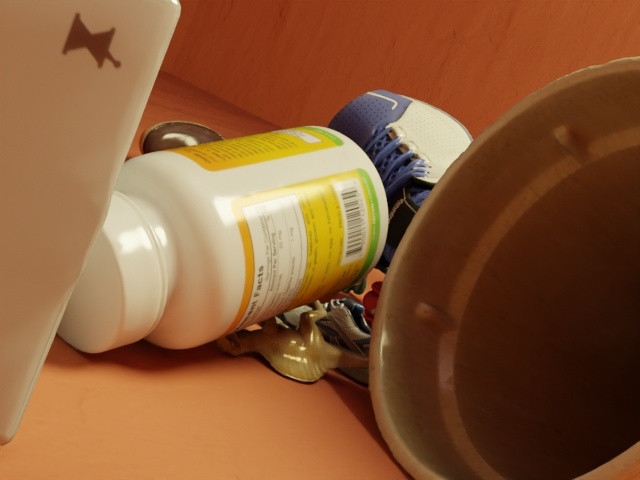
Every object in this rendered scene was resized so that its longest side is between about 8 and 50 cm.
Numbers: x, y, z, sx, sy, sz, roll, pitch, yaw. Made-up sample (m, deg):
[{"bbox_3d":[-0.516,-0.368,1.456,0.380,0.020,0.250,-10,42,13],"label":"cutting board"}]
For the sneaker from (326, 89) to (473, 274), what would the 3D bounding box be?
[{"bbox_3d":[0.102,-0.048,0.950,0.182,0.127,0.315,12,34,-55],"label":"sneaker"}]

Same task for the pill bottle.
[{"bbox_3d":[-0.075,-0.002,0.675,0.136,0.136,0.246,30,30,32],"label":"pill bottle"}]

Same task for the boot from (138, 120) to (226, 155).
[{"bbox_3d":[-0.113,-0.085,1.310,0.248,0.090,0.207,22,7,-37],"label":"boot"}]

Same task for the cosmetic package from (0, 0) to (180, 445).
[{"bbox_3d":[-0.255,-0.094,0.583,0.161,0.230,0.453,18,10,-30],"label":"cosmetic package"}]

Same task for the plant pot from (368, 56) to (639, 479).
[{"bbox_3d":[0.261,0.086,0.704,0.305,0.334,0.334,31,5,-28],"label":"plant pot"}]

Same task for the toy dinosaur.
[{"bbox_3d":[-0.015,0.086,0.771,0.183,0.053,0.092,12,28,-22],"label":"toy dinosaur"}]

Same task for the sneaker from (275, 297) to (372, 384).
[{"bbox_3d":[0.011,0.073,0.831,0.135,0.058,0.052,27,9,21],"label":"sneaker"}]

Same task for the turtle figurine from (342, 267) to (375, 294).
[{"bbox_3d":[0.000,0.000,1.029,0.234,0.118,0.175,25,-1,-44],"label":"turtle figurine"}]

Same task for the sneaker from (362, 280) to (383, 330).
[{"bbox_3d":[0.086,0.090,0.916,0.128,0.087,0.221,18,-5,18],"label":"sneaker"}]
